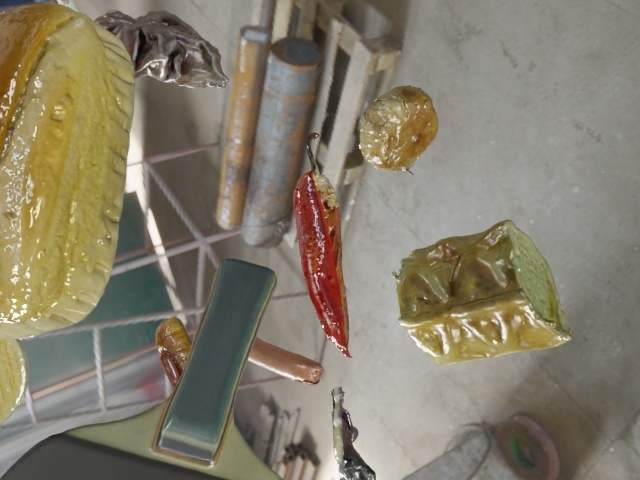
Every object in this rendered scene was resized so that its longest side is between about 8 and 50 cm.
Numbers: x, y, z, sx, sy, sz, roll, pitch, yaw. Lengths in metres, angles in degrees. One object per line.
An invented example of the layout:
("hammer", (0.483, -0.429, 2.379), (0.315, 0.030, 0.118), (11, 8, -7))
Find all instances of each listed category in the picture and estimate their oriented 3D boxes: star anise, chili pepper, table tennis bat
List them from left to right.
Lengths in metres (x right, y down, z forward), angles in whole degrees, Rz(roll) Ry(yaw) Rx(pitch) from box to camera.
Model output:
("star anise", (-0.211, -0.247, 0.908), (0.231, 0.209, 0.089), (-79, 4, -64))
("table tennis bat", (-0.077, 0.130, 0.338), (0.022, 0.173, 0.301), (109, 177, -51))
("chili pepper", (0.000, 0.000, 0.791), (0.059, 0.050, 0.268), (31, -130, -67))

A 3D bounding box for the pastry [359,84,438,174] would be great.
("pastry", (0.131, -0.186, 1.188), (0.081, 0.153, 0.153), (39, 139, 47))

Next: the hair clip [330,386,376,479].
("hair clip", (0.042, 0.318, 1.110), (0.187, 0.056, 0.146), (-110, 9, -63))

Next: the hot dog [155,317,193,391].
("hot dog", (-0.167, 0.198, 0.924), (0.215, 0.047, 0.066), (59, 143, 23))

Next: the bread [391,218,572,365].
("bread", (0.275, 0.094, 1.231), (0.252, 0.196, 0.238), (-28, 62, 35))

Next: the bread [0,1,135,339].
("bread", (-0.214, -0.051, 0.506), (0.140, 0.106, 0.236), (-6, 73, 27))

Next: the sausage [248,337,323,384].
("sausage", (-0.075, 0.173, 1.067), (0.186, 0.043, 0.043), (15, 122, 38))

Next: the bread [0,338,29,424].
("bread", (-0.455, 0.163, 0.957), (0.036, 0.112, 0.193), (-138, 30, -72))

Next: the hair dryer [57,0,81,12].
("hair dryer", (-0.432, -0.413, 1.169), (0.137, 0.047, 0.082), (60, 177, 3))
